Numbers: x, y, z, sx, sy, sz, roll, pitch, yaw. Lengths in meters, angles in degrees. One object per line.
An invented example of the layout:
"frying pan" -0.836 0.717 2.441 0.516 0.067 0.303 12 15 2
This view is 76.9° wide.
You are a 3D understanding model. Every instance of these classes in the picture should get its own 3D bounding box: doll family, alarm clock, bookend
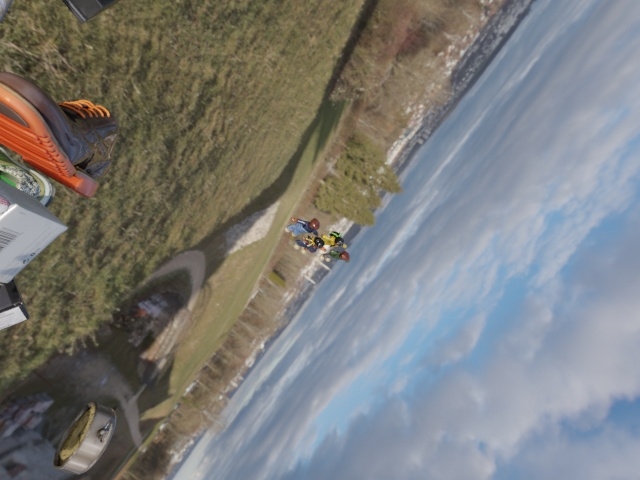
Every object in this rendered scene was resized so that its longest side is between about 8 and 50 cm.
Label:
"doll family" 0.000 0.000 0.995 0.111 0.193 0.075 -4 -109 56
"alarm clock" -0.465 0.398 0.817 0.192 0.064 0.129 -29 -145 36
"bookend" -0.527 -0.629 0.992 0.157 0.072 0.157 -11 -139 31

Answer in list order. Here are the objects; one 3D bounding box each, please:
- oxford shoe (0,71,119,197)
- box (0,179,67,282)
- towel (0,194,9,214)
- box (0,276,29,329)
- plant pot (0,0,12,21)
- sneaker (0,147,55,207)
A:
"oxford shoe" -0.280 -0.123 0.433 0.098 0.097 0.271 -60 -163 -14
"box" -0.683 -0.022 0.844 0.181 0.119 0.182 -47 173 -11
"towel" -0.360 -0.064 0.304 0.144 0.197 0.029 29 80 -64
"box" -0.865 0.117 0.900 0.294 0.295 0.073 -22 147 -34
"plant pot" -0.692 -0.470 0.685 0.236 0.213 0.235 98 3 -70
"sneaker" -1.151 -0.254 1.391 0.157 0.411 0.182 -64 -175 -5
